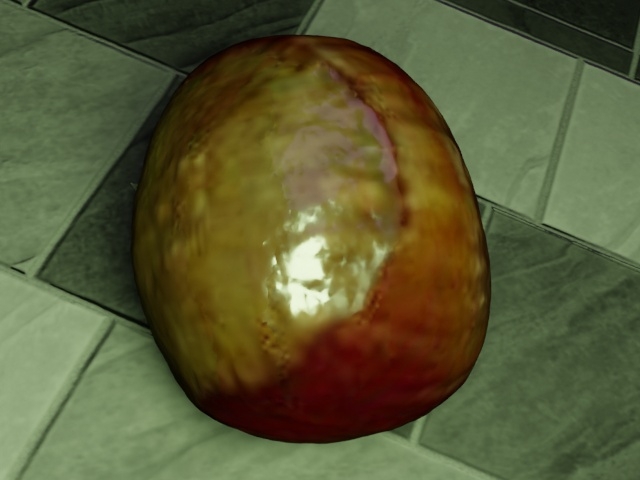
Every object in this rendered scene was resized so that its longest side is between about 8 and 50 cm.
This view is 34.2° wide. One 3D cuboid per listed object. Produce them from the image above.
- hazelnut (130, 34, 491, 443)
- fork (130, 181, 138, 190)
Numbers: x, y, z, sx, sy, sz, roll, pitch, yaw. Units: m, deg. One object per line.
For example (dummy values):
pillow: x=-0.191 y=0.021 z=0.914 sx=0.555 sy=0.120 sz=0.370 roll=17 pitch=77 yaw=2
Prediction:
hazelnut: x=0.000 y=0.000 z=1.059 sx=0.421 sy=0.352 sz=0.421 roll=40 pitch=28 yaw=-26
fork: x=-0.145 y=-0.096 z=1.292 sx=0.034 sy=0.028 sz=0.219 roll=39 pitch=47 yaw=25
